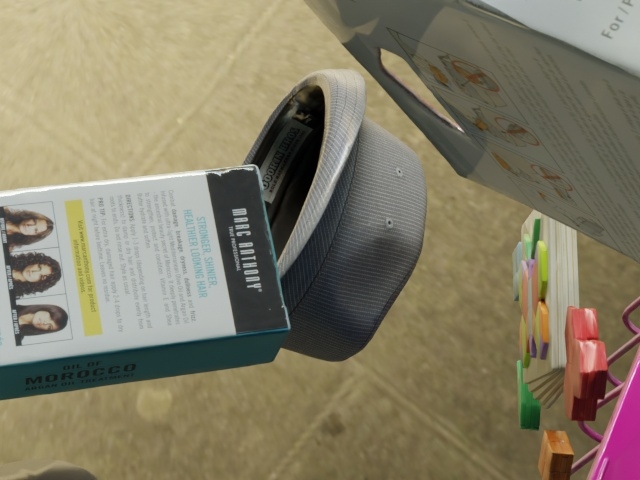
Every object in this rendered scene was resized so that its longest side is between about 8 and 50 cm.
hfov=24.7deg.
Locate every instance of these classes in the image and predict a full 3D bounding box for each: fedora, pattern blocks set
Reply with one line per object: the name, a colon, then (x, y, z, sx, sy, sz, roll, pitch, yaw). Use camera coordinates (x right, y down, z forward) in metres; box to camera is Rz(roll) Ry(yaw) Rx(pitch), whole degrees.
fedora: (0.000, 0.000, 1.165, 0.124, 0.244, 0.275, 27, 50, -18)
pattern blocks set: (0.176, 0.047, 1.135, 0.026, 0.325, 0.285, 1, 65, 1)

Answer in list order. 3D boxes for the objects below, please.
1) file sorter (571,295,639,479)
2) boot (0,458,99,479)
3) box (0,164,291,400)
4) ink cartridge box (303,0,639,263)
file sorter: (0.361, 0.200, 1.430, 0.202, 0.182, 0.291, 29, 62, 0)
boot: (-0.199, 0.218, 0.645, 0.112, 0.305, 0.115, 11, 116, 32)
box: (-0.146, 0.027, 0.784, 0.244, 0.060, 0.101, -6, 69, -15)
ink cartridge box: (0.119, -0.053, 0.598, 0.060, 0.239, 0.275, -56, 147, -4)
